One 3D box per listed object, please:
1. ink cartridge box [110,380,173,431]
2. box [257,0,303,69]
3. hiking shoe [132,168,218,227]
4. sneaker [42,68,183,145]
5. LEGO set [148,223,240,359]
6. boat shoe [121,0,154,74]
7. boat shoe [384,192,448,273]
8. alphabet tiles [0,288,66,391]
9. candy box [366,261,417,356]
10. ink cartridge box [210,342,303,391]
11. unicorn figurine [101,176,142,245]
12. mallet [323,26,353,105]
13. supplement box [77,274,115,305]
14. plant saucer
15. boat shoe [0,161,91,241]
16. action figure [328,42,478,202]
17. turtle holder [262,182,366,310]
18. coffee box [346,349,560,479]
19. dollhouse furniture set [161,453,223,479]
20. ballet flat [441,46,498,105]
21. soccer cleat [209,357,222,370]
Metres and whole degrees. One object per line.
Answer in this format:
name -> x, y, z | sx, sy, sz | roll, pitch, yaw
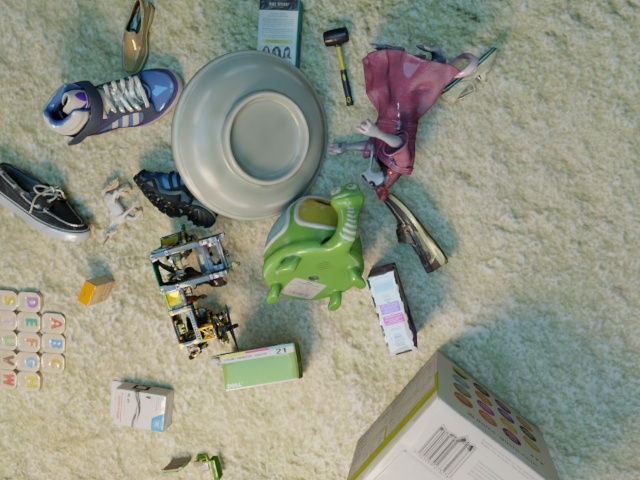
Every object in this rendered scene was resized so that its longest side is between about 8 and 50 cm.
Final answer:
ink cartridge box -> -0.495, 0.448, 1.835 | 0.180, 0.060, 0.104 | 6, 98, 8
box -> -0.102, -0.468, 1.674 | 0.101, 0.060, 0.244 | 5, 97, 8
hiking shoe -> -0.342, -0.127, 1.710 | 0.304, 0.113, 0.132 | 23, 63, 33
sneaker -> -0.518, -0.340, 1.664 | 0.323, 0.236, 0.130 | -18, 93, 11
LEGO set -> -0.274, 0.107, 1.669 | 0.192, 0.255, 0.331 | -16, 90, 0
boat shoe -> -0.476, -0.520, 1.722 | 0.068, 0.072, 0.190 | 12, 98, 7
boat shoe -> 0.221, -0.015, 1.663 | 0.073, 0.080, 0.223 | -40, 93, 6
alphabet tiles -> -0.844, 0.279, 1.892 | 0.278, 0.021, 0.284 | 4, 96, 8
candy box -> 0.175, 0.162, 1.645 | 0.070, 0.165, 0.196 | -17, 93, 9
ink cartridge box -> -0.150, 0.308, 1.650 | 0.189, 0.255, 0.097 | -10, 82, 2
unicorn figurine -> -0.534, -0.077, 1.792 | 0.111, 0.060, 0.162 | -23, 76, 11
mallet -> 0.063, -0.429, 1.668 | 0.062, 0.039, 0.189 | -18, 97, 14
supplement box -> -0.593, 0.133, 1.797 | 0.036, 0.098, 0.062 | 28, 101, 9
plant saucer -> -0.140, -0.238, 1.573 | 0.401, 0.100, 0.400 | -6, 102, -29
boat shoe -> -0.730, -0.106, 1.787 | 0.306, 0.113, 0.105 | 32, 115, 14
action figure -> 0.183, -0.272, 1.609 | 0.276, 0.248, 0.370 | 1, 102, -17
turtle holder -> -0.019, 0.004, 1.592 | 0.243, 0.320, 0.227 | -2, 58, 2
coffee box -> 0.298, 0.523, 1.579 | 0.338, 0.334, 0.338 | 38, 102, 2
dollhouse furniture set -> -0.342, 0.619, 1.821 | 0.152, 0.076, 0.058 | -11, 94, 9
ballet flat -> 0.364, -0.388, 1.618 | 0.168, 0.057, 0.052 | -39, 99, 20
soccer cleat -> -0.257, 0.335, 1.797 | 0.083, 0.035, 0.029 | 21, 99, 6
